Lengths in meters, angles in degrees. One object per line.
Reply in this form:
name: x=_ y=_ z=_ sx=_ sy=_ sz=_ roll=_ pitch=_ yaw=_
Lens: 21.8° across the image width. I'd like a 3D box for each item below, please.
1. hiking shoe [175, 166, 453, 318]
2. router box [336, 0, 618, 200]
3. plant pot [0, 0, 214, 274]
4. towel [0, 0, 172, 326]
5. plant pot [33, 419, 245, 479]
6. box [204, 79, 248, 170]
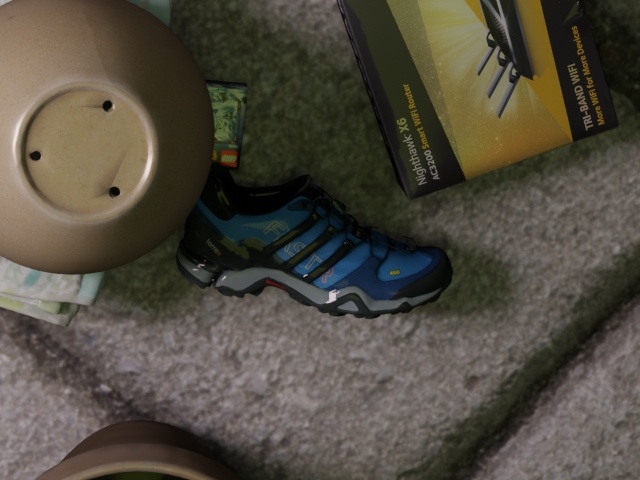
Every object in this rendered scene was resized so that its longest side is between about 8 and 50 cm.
hiking shoe: x=0.000 y=0.000 z=1.788 sx=0.304 sy=0.113 sz=0.132 roll=6 pitch=115 yaw=-8
router box: x=0.154 y=-0.228 z=1.763 sx=0.243 sy=0.081 sz=0.309 roll=-20 pitch=107 yaw=0
plant pot: x=-0.227 y=-0.094 z=1.572 sx=0.284 sy=0.191 sz=0.284 roll=-2 pitch=99 yaw=-13
towel: x=-0.343 y=-0.125 z=1.686 sx=0.320 sy=0.090 sz=0.374 roll=15 pitch=94 yaw=-14
plant pot: x=-0.196 y=0.330 z=1.783 sx=0.323 sy=0.280 sz=0.323 roll=-2 pitch=107 yaw=-7
box: x=-0.150 y=-0.128 z=1.786 sx=0.137 sy=0.027 sz=0.094 roll=5 pitch=103 yaw=-8
